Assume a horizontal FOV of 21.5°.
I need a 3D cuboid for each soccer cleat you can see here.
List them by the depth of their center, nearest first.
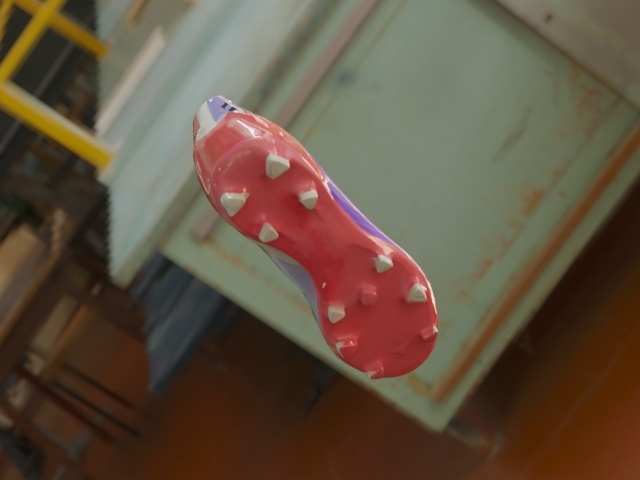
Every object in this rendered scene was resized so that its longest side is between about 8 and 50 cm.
[{"bbox_3d":[0.000,0.000,1.111,0.083,0.248,0.095,-37,40,8],"label":"soccer cleat"}]
